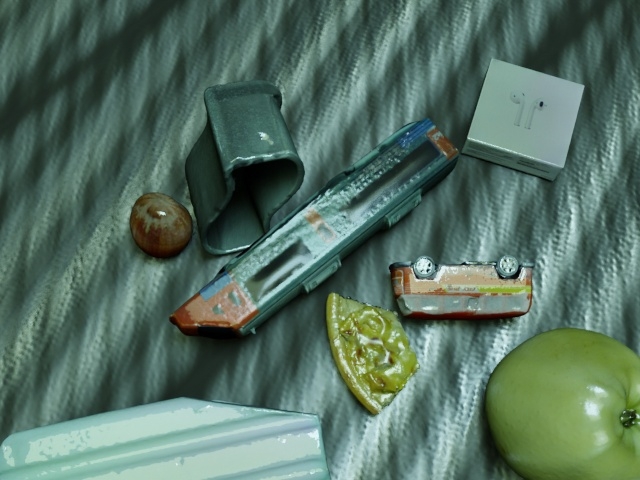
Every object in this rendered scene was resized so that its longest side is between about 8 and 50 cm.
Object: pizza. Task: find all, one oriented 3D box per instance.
[{"bbox_3d":[0.063,0.130,0.866,0.099,0.036,0.160,-18,73,-7],"label":"pizza"}]

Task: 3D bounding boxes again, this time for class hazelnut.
[{"bbox_3d":[-0.202,-0.021,0.889,0.086,0.086,0.086,0,72,-1],"label":"hazelnut"}]

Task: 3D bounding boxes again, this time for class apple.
[{"bbox_3d":[0.281,0.190,0.777,0.200,0.200,0.200,0,72,-1],"label":"apple"}]

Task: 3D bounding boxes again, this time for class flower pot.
[{"bbox_3d":[-0.096,-0.079,0.838,0.103,0.229,0.108,-8,66,-24],"label":"flower pot"}]

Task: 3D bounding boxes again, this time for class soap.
[{"bbox_3d":[-0.161,0.284,0.771,0.347,0.115,0.208,-11,73,-5],"label":"soap"}]

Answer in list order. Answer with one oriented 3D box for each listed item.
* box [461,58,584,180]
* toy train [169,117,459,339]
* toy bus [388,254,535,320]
[{"bbox_3d":[0.274,-0.164,0.957,0.130,0.051,0.129,18,73,5],"label":"box"},{"bbox_3d":[0.000,0.000,0.882,0.409,0.086,0.089,-39,78,-12],"label":"toy train"},{"bbox_3d":[0.173,0.060,0.872,0.174,0.079,0.077,-1,81,-1],"label":"toy bus"}]
